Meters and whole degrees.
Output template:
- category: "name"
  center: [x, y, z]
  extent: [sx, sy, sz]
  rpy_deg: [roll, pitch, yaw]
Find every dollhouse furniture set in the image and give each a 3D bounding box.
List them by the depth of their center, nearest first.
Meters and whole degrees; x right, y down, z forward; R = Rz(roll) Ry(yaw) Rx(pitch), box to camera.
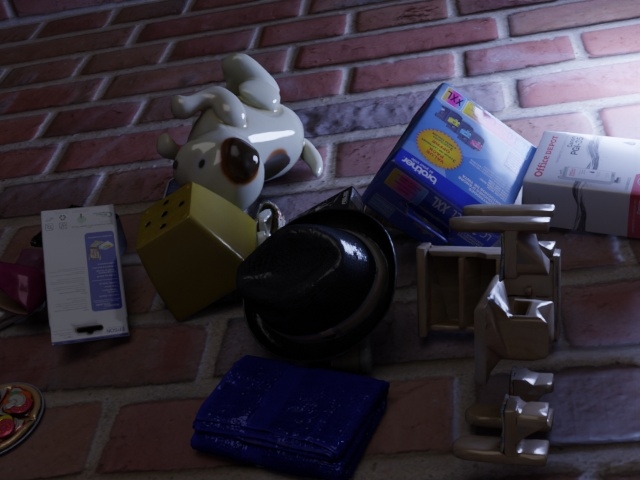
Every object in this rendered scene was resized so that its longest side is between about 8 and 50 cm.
- category: "dollhouse furniture set"
  center: [0.258, 0.119, 1.427]
  extent: [0.257, 0.361, 0.394]
  rpy_deg: [1, 10, 18]

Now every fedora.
- category: "fedora"
  center: [-0.033, 0.062, 1.578]
  extent: [0.334, 0.152, 0.333]
  rpy_deg: [-11, 65, 26]

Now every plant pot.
- category: "plant pot"
  center: [-0.276, 0.004, 1.842]
  extent: [0.212, 0.187, 0.212]
  rpy_deg: [-30, 32, 15]

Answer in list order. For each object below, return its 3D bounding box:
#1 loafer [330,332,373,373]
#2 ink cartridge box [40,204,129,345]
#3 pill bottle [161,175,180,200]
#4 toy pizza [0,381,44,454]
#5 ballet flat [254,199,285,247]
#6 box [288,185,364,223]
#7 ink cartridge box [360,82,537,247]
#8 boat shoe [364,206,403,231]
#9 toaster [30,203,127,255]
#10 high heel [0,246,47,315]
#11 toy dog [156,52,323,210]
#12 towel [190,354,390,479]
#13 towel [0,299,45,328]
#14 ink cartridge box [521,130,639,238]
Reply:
- category: "loafer"
  center: [0.046, 0.154, 1.657]
  extent: [0.088, 0.094, 0.251]
  rpy_deg: [-8, 36, 1]
- category: "ink cartridge box"
  center: [-0.517, 0.080, 1.882]
  extent: [0.166, 0.065, 0.332]
  rpy_deg: [-5, 61, -14]
- category: "pill bottle"
  center: [-0.346, -0.105, 2.148]
  extent: [0.094, 0.094, 0.169]
  rpy_deg: [-9, 36, 8]
- category: "toy pizza"
  center: [-0.645, 0.348, 1.692]
  extent: [0.201, 0.032, 0.201]
  rpy_deg: [-10, 36, 7]
- category: "ballet flat"
  center: [-0.128, -0.005, 1.951]
  extent: [0.091, 0.077, 0.241]
  rpy_deg: [-9, 36, 6]
- category: "box"
  center: [0.000, 0.000, 1.858]
  extent: [0.183, 0.056, 0.231]
  rpy_deg: [-26, 29, 27]
- category: "ink cartridge box"
  center: [0.268, -0.121, 1.804]
  extent: [0.270, 0.151, 0.395]
  rpy_deg: [35, 48, -2]
- category: "boat shoe"
  center: [0.233, -0.120, 1.964]
  extent: [0.116, 0.123, 0.324]
  rpy_deg: [37, 55, 16]
- category: "toaster"
  center: [-0.582, 0.009, 2.063]
  extent: [0.168, 0.110, 0.185]
  rpy_deg: [9, 42, 30]
- category: "high heel"
  center: [-0.788, 0.102, 1.923]
  extent: [0.378, 0.127, 0.181]
  rpy_deg: [-8, 39, 11]
- category: "toy dog"
  center: [-0.213, -0.201, 2.089]
  extent: [0.284, 0.395, 0.408]
  rpy_deg: [-46, 10, 32]
- category: "towel"
  center: [-0.055, 0.299, 1.513]
  extent: [0.308, 0.076, 0.227]
  rpy_deg: [6, 41, 27]
- category: "towel"
  center: [-0.785, 0.158, 1.989]
  extent: [0.282, 0.049, 0.187]
  rpy_deg: [-24, 38, -14]
- category: "ink cartridge box"
  center: [0.584, -0.119, 1.809]
  extent: [0.283, 0.117, 0.207]
  rpy_deg: [10, 43, 24]
